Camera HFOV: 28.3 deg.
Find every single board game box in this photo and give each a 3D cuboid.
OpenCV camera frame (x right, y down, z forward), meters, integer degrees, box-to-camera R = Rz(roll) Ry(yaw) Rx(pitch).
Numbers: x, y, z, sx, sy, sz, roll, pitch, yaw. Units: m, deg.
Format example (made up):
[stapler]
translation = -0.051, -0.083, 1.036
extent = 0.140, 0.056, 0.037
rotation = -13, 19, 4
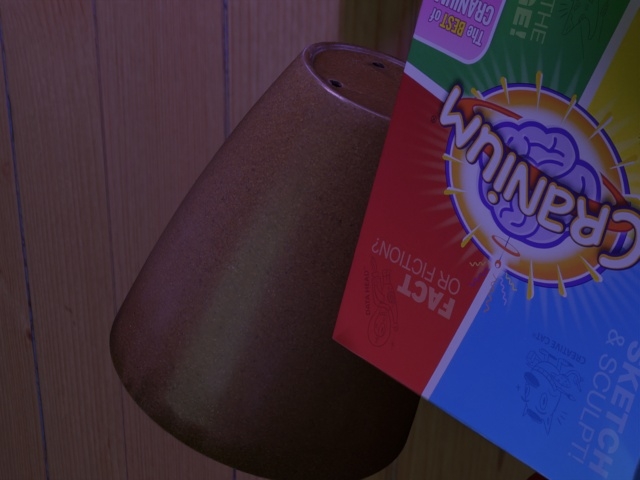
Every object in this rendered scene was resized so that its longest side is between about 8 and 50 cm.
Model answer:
[board game box]
translation = 0.139, -0.044, 0.693
extent = 0.242, 0.064, 0.316
rotation = 29, 109, 47

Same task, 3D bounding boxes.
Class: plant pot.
[plant pot]
translation = 0.000, 0.000, 0.894
extent = 0.237, 0.237, 0.254
rotation = 45, 125, 35

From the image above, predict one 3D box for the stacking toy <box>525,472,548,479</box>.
[stacking toy]
translation = 0.223, 0.184, 0.726
extent = 0.330, 0.141, 0.141
rotation = -15, 93, 63
